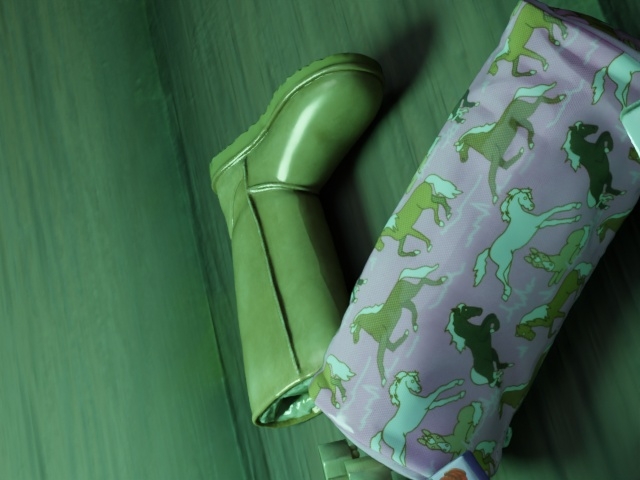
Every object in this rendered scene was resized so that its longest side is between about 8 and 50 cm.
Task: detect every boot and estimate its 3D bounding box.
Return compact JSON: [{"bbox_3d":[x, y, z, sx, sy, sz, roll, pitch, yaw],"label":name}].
[{"bbox_3d":[0.000,0.000,1.648,0.236,0.089,0.269,-43,47,40],"label":"boot"}]

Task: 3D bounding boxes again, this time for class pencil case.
[{"bbox_3d":[0.144,0.002,1.432,0.160,0.167,0.386,31,98,26],"label":"pencil case"}]

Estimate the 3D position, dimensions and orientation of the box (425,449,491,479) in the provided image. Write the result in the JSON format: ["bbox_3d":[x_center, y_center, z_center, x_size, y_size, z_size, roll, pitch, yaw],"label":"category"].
[{"bbox_3d":[0.049,0.320,1.355,0.293,0.057,0.201,-37,83,8],"label":"box"}]

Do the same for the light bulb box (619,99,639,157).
[{"bbox_3d":[0.420,-0.068,0.996,0.358,0.361,0.225,-34,76,32],"label":"light bulb box"}]

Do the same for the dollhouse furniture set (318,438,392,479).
[{"bbox_3d":[0.079,0.237,1.473,0.151,0.123,0.144,-119,16,-79],"label":"dollhouse furniture set"}]
